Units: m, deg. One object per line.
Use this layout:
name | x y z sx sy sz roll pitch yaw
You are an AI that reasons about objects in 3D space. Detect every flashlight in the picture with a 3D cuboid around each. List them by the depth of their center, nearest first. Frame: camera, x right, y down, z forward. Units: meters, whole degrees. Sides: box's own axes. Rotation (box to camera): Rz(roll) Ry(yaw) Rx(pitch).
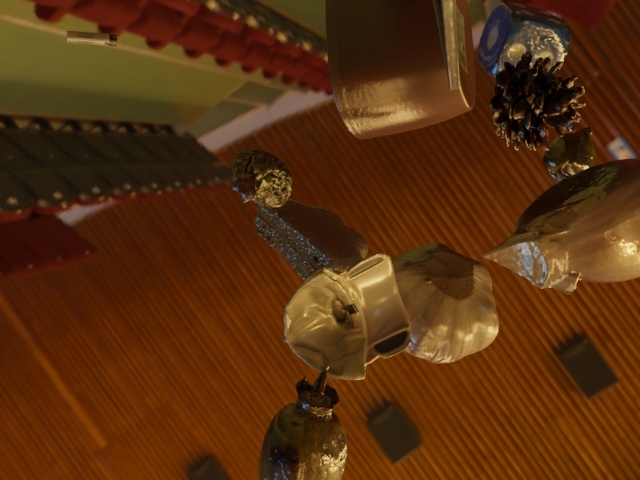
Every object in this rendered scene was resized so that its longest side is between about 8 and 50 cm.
flashlight | -0.385 -0.341 1.490 0.083 0.018 0.018 0 160 -18

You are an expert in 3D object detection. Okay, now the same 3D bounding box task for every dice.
dice | 0.411 -0.396 1.789 0.146 0.146 0.143 -96 -155 -60

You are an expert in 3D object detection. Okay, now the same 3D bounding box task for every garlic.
garlic | 0.294 -0.036 0.903 0.266 0.148 0.129 -33 150 -58
garlic | 0.263 0.151 2.109 0.317 0.317 0.259 -34 149 -39

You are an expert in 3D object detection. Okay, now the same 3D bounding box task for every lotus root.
lotus root | -0.025 0.360 1.544 0.154 0.154 0.278 -31 139 -66

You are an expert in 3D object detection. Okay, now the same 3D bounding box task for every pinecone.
pinecone | 0.298 -0.189 1.207 0.120 0.140 0.140 12 -152 24

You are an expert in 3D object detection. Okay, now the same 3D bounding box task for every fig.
fig | 0.639 -0.220 2.181 0.185 0.133 0.126 -42 -157 -9

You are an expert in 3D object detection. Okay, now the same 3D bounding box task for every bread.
bread | -0.003 0.005 2.003 0.183 0.337 0.102 -6 125 -38

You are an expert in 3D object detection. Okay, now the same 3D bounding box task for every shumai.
shumai | -0.113 -0.103 1.610 0.099 0.123 0.087 -51 -171 30

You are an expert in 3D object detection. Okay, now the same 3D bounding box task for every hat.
hat | 0.051 0.126 1.624 0.164 0.220 0.226 -10 -167 32

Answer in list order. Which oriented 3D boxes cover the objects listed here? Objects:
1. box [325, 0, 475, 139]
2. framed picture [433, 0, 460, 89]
box | 0.148 -0.331 1.543 0.216 0.301 0.301 -3 -170 19
framed picture | 0.150 -0.375 1.143 0.020 0.241 0.324 -10 159 7
